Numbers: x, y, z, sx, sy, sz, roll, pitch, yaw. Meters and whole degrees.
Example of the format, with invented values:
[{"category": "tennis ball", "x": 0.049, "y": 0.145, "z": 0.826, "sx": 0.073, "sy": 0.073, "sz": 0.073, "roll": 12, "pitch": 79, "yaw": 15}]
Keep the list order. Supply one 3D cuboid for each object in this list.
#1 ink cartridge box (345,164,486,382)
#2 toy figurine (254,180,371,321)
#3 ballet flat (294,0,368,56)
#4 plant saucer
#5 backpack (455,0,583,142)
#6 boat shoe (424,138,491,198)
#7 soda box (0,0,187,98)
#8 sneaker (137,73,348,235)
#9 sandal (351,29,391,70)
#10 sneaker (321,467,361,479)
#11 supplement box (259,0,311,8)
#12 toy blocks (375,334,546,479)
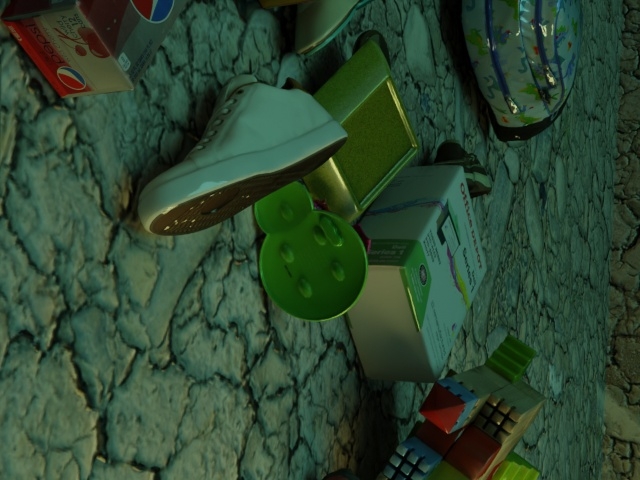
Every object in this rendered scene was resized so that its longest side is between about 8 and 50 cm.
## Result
[{"category": "ink cartridge box", "x": 0.140, "y": 0.041, "z": 1.258, "sx": 0.278, "sy": 0.117, "sz": 0.202, "roll": -54, "pitch": 134, "yaw": -48}, {"category": "toy figurine", "x": 0.000, "y": 0.000, "z": 1.047, "sx": 0.173, "sy": 0.130, "sz": 0.159, "roll": 61, "pitch": 17, "yaw": 1}, {"category": "ballet flat", "x": 0.014, "y": -0.314, "z": 1.103, "sx": 0.248, "sy": 0.086, "sz": 0.086, "roll": -53, "pitch": 134, "yaw": -51}, {"category": "plant saucer", "x": 0.056, "y": -0.129, "z": 1.110, "sx": 0.188, "sy": 0.045, "sz": 0.188, "roll": -47, "pitch": 134, "yaw": -20}, {"category": "backpack", "x": 0.382, "y": -0.400, "z": 1.629, "sx": 0.355, "sy": 0.273, "sz": 0.290, "roll": 40, "pitch": 60, "yaw": -39}, {"category": "boat shoe", "x": 0.216, "y": -0.122, "z": 1.454, "sx": 0.257, "sy": 0.095, "sz": 0.095, "roll": 2, "pitch": 73, "yaw": -67}, {"category": "soda box", "x": -0.164, "y": -0.248, "z": 0.750, "sx": 0.092, "sy": 0.083, "sz": 0.263, "roll": 60, "pitch": 39, "yaw": -42}, {"category": "sneaker", "x": -0.098, "y": -0.097, "z": 0.883, "sx": 0.123, "sy": 0.106, "sz": 0.290, "roll": 53, "pitch": 40, "yaw": 5}, {"category": "sandal", "x": 0.053, "y": -0.179, "z": 1.180, "sx": 0.090, "sy": 0.060, "sz": 0.220, "roll": -40, "pitch": 138, "yaw": -47}, {"category": "sneaker", "x": 0.017, "y": 0.422, "z": 1.033, "sx": 0.135, "sy": 0.097, "sz": 0.276, "roll": 8, "pitch": 83, "yaw": -63}, {"category": "supplement box", "x": -0.004, "y": -0.383, "z": 0.937, "sx": 0.194, "sy": 0.191, "sz": 0.129, "roll": 57, "pitch": 42, "yaw": -45}, {"category": "toy blocks", "x": 0.163, "y": 0.322, "z": 1.168, "sx": 0.261, "sy": 0.190, "sz": 0.382, "roll": 1, "pitch": 120, "yaw": -61}]
